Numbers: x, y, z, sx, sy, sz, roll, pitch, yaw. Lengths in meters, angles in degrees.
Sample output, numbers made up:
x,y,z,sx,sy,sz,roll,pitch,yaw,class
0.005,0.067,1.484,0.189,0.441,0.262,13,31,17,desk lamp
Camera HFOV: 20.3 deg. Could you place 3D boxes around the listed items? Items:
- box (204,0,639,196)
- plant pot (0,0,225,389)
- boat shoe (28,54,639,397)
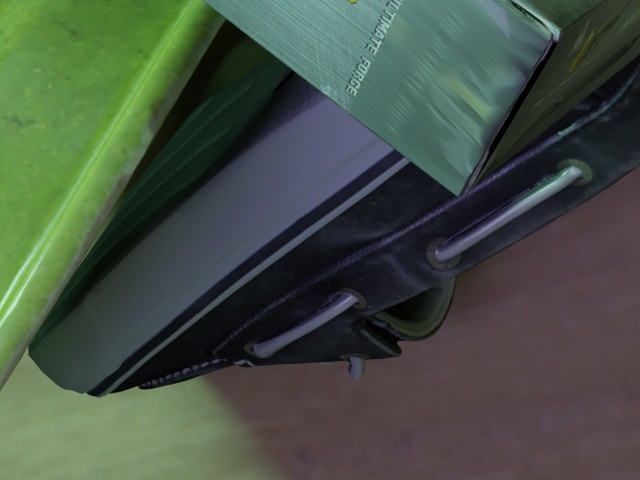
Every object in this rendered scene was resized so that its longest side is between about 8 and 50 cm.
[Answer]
x,y,z,sx,sy,sz,roll,pitch,yaw,class
0.034,-0.126,0.511,0.183,0.231,0.056,38,130,13,box
-0.194,-0.059,0.630,0.254,0.276,0.276,32,130,-7,plant pot
0.000,0.000,0.671,0.119,0.121,0.335,38,143,-15,boat shoe
